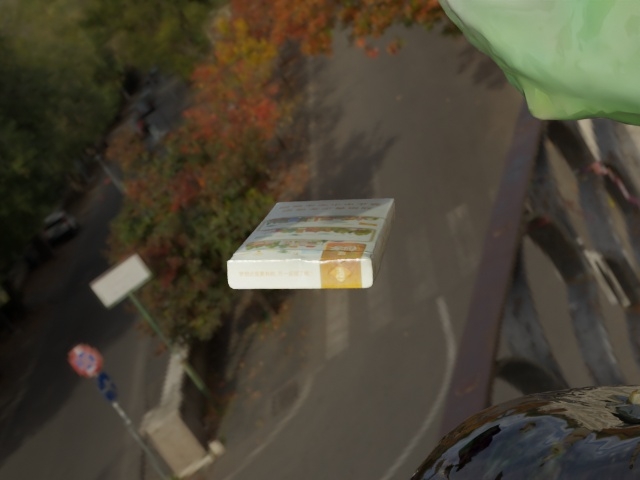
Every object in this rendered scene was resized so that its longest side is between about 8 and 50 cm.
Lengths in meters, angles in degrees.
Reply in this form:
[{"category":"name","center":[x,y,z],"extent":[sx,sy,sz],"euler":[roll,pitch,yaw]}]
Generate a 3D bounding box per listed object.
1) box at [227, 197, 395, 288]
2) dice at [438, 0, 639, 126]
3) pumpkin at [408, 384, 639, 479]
[{"category":"box","center":[0.000,-0.001,1.014],"extent":[0.122,0.032,0.220],"euler":[-1,14,9]},{"category":"dice","center":[0.222,-0.232,0.475],"extent":[0.322,0.330,0.318],"euler":[-24,24,-34]},{"category":"pumpkin","center":[0.261,0.280,0.835],"extent":[0.454,0.344,0.454],"euler":[0,3,0]}]
